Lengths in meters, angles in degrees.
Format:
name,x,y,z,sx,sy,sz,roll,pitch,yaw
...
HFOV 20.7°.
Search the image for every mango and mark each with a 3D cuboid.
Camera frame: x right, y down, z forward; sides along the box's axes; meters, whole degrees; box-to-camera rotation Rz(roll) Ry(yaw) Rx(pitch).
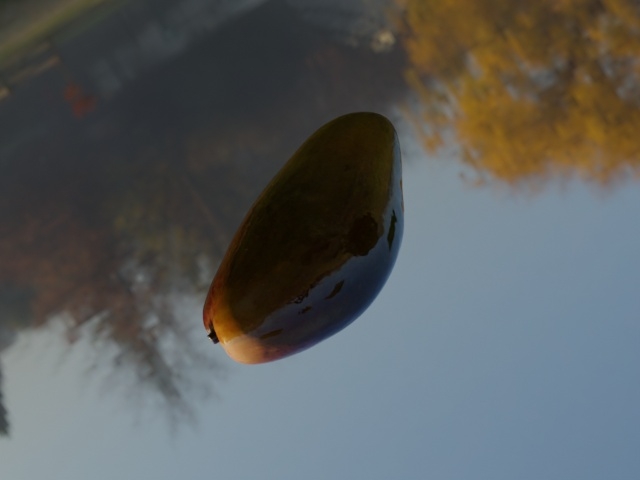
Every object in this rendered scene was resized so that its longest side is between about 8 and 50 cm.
name,x,y,z,sx,sy,sz,roll,pitch,yaw
mango,0.000,0.000,1.381,0.133,0.111,0.267,-14,-146,39
